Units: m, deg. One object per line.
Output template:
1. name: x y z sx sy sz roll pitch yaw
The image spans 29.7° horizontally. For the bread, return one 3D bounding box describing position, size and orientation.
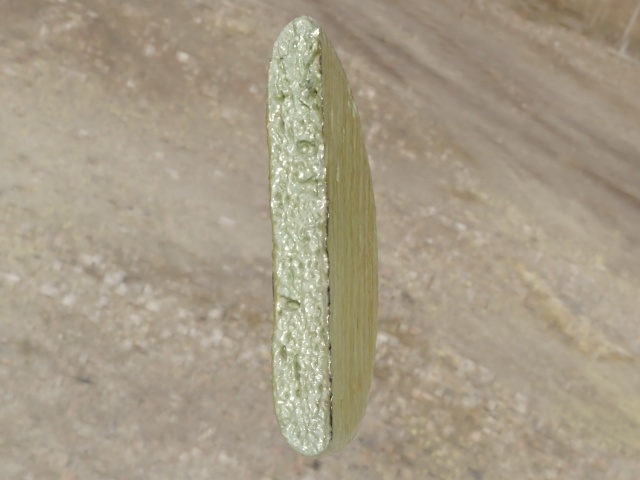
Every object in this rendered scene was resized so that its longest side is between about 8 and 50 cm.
1. bread: 0.001 0.004 0.567 0.036 0.193 0.112 -4 -10 15
